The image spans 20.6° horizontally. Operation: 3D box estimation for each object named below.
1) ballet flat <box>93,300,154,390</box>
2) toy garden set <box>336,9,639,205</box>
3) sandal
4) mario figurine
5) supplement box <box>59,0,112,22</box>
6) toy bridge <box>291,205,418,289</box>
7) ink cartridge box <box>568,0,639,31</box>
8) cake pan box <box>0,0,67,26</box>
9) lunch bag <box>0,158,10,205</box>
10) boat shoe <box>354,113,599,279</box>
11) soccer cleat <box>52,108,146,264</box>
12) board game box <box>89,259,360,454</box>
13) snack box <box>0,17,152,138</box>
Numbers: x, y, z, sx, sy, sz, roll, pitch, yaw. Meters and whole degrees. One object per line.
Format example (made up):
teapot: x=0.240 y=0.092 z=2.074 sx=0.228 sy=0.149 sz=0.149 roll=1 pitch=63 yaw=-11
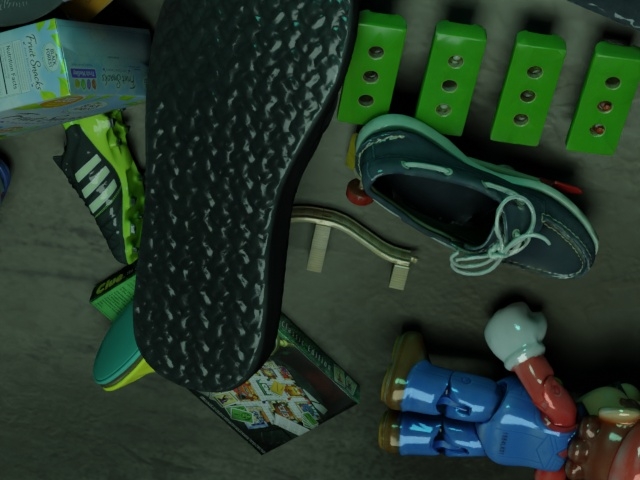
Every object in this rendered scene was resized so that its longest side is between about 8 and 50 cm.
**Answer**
ballet flat: x=-0.140 y=0.070 z=1.673 sx=0.077 sy=0.077 sz=0.231 roll=14 pitch=130 yaw=-25
toy garden set: x=0.136 y=-0.109 z=1.536 sx=0.244 sy=0.049 sz=0.204 roll=7 pitch=134 yaw=-4
sandal: x=-0.070 y=-0.083 z=1.523 sx=0.167 sy=0.107 sz=0.446 roll=21 pitch=116 yaw=13
mario figurine: x=0.227 y=0.169 z=1.730 sx=0.320 sy=0.170 sz=0.198 roll=13 pitch=167 yaw=11
supplement box: x=-0.141 y=-0.276 z=1.420 sx=0.233 sy=0.080 sz=0.078 roll=-35 pitch=116 yaw=29
toy bridge: x=0.000 y=0.000 z=1.657 sx=0.188 sy=0.026 sz=0.063 roll=11 pitch=128 yaw=-1
ink cartridge box: x=0.333 y=-0.225 z=1.405 sx=0.332 sy=0.065 sz=0.165 roll=20 pitch=128 yaw=-9
cake pan box: x=-0.267 y=-0.301 z=1.364 sx=0.245 sy=0.070 sz=0.267 roll=-2 pitch=115 yaw=25
lunch bag: x=-0.401 y=-0.018 z=1.657 sx=0.176 sy=0.090 sz=0.219 roll=26 pitch=128 yaw=-12
boat shoe: x=0.140 y=-0.022 z=1.529 sx=0.254 sy=0.079 sz=0.095 roll=32 pitch=126 yaw=-26
soccer cleat: x=-0.204 y=-0.058 z=1.623 sx=0.072 sy=0.060 sz=0.179 roll=3 pitch=123 yaw=18
board game box: x=-0.093 y=0.105 z=1.755 sx=0.136 sy=0.030 sz=0.260 roll=-29 pitch=120 yaw=30
snack box: x=-0.265 y=-0.129 z=1.487 sx=0.207 sy=0.174 sz=0.070 roll=-13 pitch=89 yaw=21
